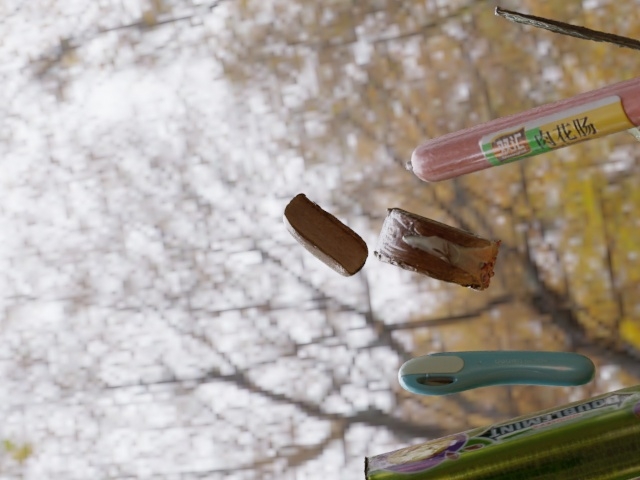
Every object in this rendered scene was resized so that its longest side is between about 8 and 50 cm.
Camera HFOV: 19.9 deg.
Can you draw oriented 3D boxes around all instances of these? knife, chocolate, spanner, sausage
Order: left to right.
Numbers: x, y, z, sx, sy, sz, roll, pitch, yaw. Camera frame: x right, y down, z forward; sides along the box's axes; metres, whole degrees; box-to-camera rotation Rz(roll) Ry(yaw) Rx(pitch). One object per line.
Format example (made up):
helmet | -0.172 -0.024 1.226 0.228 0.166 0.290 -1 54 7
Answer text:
chocolate | 0.000 0.000 1.874 0.100 0.031 0.064 36 -147 -6
knife | 0.199 0.151 2.063 0.064 0.222 0.031 -88 -5 -51
sausage | 0.144 -0.070 1.117 0.029 0.223 0.029 25 -122 -48
spanner | 0.397 -0.283 2.548 0.093 0.325 0.026 -148 70 -81

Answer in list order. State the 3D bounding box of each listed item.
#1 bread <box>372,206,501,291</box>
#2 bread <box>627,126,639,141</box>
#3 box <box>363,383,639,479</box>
bread | 0.149 0.012 2.332 0.160 0.160 0.073 16 -89 -57
bread | 0.365 -0.128 1.982 0.109 0.043 0.062 -5 -92 -24
box | 0.224 0.238 2.004 0.134 0.345 0.097 -60 -45 -83
